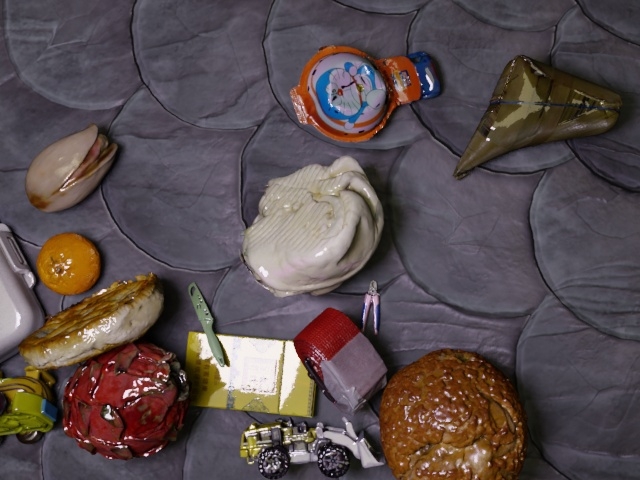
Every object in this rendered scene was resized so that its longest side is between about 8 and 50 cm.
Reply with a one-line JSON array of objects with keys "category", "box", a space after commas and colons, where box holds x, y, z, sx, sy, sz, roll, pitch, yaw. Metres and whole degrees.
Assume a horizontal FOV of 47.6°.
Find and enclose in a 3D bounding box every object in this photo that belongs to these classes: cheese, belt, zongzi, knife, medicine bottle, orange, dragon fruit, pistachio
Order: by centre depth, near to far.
[{"category": "dragon fruit", "box": [-0.366, 0.311, 1.410, 0.299, 0.244, 0.244, -15, 79, 40]}, {"category": "belt", "box": [0.034, 0.246, 1.435, 0.124, 0.128, 0.201, -39, 99, -26]}, {"category": "zongzi", "box": [0.450, -0.211, 1.499, 0.260, 0.123, 0.289, 24, 95, 4]}, {"category": "knife", "box": [-0.235, 0.174, 1.514, 0.030, 0.014, 0.207, -24, 63, -7]}, {"category": "cheese", "box": [0.096, -0.320, 1.530, 0.329, 0.129, 0.217, -16, 87, -16]}, {"category": "orange", "box": [-0.532, 0.049, 1.532, 0.135, 0.117, 0.136, 0, 79, -2]}, {"category": "medicine bottle", "box": [-0.766, 0.092, 1.539, 0.282, 0.123, 0.375, -31, 80, -2]}, {"category": "pistachio", "box": [-0.534, -0.151, 1.549, 0.215, 0.144, 0.144, -44, 82, 0]}]

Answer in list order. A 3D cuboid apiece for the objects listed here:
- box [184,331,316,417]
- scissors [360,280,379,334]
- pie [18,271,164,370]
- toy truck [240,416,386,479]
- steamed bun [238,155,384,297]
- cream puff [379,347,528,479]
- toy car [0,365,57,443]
[{"category": "box", "box": [-0.145, 0.277, 1.512, 0.279, 0.041, 0.153, 4, 81, 5]}, {"category": "scissors", "box": [0.107, 0.140, 1.523, 0.039, 0.012, 0.113, 6, 83, 5]}, {"category": "pie", "box": [-0.437, 0.161, 1.418, 0.315, 0.315, 0.092, -22, 103, 1]}, {"category": "toy truck", "box": [-0.016, 0.405, 1.435, 0.285, 0.136, 0.111, -3, 85, 2]}, {"category": "steamed bun", "box": [0.000, 0.000, 1.450, 0.280, 0.207, 0.268, -15, 47, 24]}, {"category": "cream puff", "box": [0.258, 0.362, 1.381, 0.303, 0.212, 0.303, 0, 85, -3]}, {"category": "toy car", "box": [-0.663, 0.326, 1.478, 0.248, 0.200, 0.142, -5, 58, -1]}]
